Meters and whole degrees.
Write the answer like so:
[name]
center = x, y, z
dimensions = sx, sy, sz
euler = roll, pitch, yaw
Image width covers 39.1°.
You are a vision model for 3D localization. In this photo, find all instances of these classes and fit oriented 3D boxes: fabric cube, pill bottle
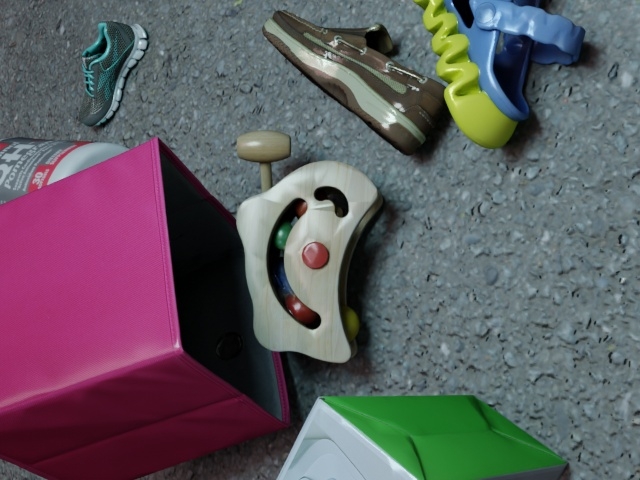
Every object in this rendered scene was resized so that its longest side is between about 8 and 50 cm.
[fabric cube]
center = -0.213, 0.094, 0.970
dimensions = 0.258, 0.259, 0.254
euler = -22, 56, 12
[pill bottle]
center = -0.389, -0.054, 1.255
dimensions = 0.318, 0.176, 0.176
euler = 7, 87, 39

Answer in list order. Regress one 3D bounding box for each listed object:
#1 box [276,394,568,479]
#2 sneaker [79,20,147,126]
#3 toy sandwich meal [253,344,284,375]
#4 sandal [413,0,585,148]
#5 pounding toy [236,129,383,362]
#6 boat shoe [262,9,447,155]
[box]
center = 0.063, 0.262, 0.793
dimensions = 0.127, 0.262, 0.231
euler = 34, 103, 36
[sneaker]
center = -0.318, -0.244, 1.294
dimensions = 0.065, 0.076, 0.166
euler = 37, 106, 37
[toy sandwich meal]
center = -0.076, 0.162, 1.067
dimensions = 0.085, 0.029, 0.085
euler = -7, 78, 37
[sandal]
center = 0.163, -0.255, 0.899
dimensions = 0.138, 0.126, 0.317
euler = -28, 75, 28
[pounding toy]
center = 0.000, 0.000, 1.010
dimensions = 0.154, 0.155, 0.269
euler = -10, 85, 8
[boat shoe]
center = 0.043, -0.198, 1.005
dimensions = 0.095, 0.095, 0.257
euler = -50, 62, 5
